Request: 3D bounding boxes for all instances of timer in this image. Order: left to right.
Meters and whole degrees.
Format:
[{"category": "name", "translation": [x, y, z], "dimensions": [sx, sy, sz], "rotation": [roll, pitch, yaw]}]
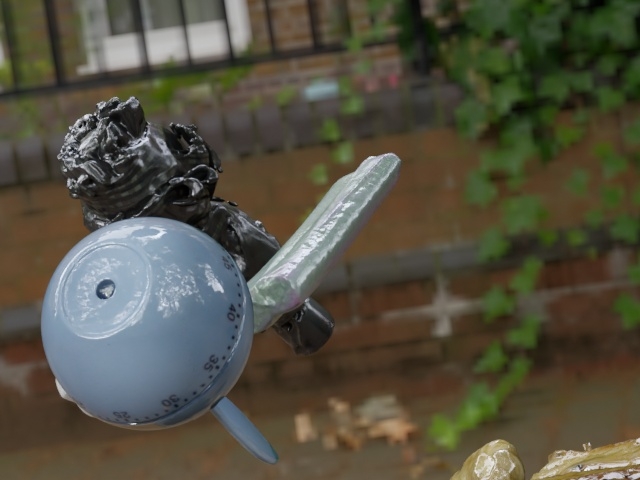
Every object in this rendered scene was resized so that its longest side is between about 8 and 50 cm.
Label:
[{"category": "timer", "translation": [-0.127, 0.089, 1.480], "dimensions": [0.175, 0.175, 0.255], "rotation": [-9, -33, -6]}]

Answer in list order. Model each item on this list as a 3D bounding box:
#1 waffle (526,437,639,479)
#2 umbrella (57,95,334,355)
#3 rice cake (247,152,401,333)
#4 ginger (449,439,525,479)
[{"category": "waffle", "translation": [0.258, 0.215, 1.152], "dimensions": [0.091, 0.213, 0.308], "rotation": [-26, 5, -39]}, {"category": "umbrella", "translation": [-0.104, 0.004, 1.837], "dimensions": [0.128, 0.336, 0.154], "rotation": [-34, 21, 26]}, {"category": "rice cake", "translation": [-0.001, 0.001, 1.647], "dimensions": [0.080, 0.042, 0.222], "rotation": [-30, 13, 40]}, {"category": "ginger", "translation": [0.078, 0.228, 1.097], "dimensions": [0.102, 0.216, 0.157], "rotation": [20, -33, -22]}]
